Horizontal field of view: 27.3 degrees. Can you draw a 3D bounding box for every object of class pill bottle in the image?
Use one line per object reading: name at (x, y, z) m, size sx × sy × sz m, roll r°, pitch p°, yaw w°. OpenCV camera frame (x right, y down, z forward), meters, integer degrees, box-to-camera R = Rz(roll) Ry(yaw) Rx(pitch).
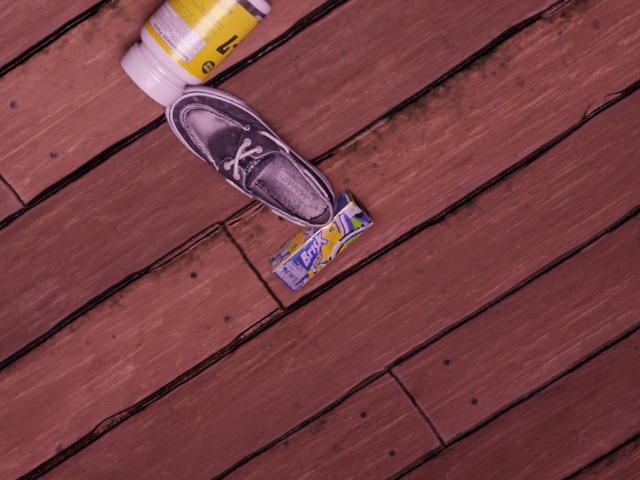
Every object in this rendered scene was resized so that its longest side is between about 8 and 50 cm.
pill bottle at (-0.179, -0.297, 1.865) m, size 0.119 × 0.119 × 0.208 m, roll 41°, pitch 102°, yaw -22°

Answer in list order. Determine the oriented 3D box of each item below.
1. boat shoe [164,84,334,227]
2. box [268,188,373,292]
boat shoe at (-0.101, -0.118, 1.957) m, size 0.301 × 0.102 × 0.108 m, roll 39°, pitch 101°, yaw -16°
box at (0.000, 0.000, 2.052) m, size 0.169 × 0.059 × 0.054 m, roll -41°, pitch 114°, yaw 9°
